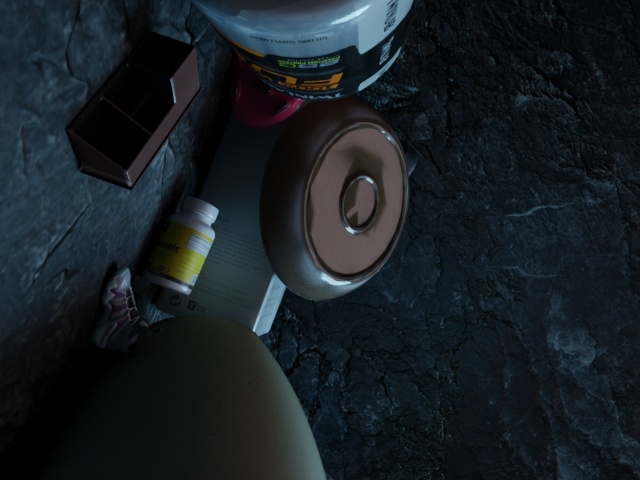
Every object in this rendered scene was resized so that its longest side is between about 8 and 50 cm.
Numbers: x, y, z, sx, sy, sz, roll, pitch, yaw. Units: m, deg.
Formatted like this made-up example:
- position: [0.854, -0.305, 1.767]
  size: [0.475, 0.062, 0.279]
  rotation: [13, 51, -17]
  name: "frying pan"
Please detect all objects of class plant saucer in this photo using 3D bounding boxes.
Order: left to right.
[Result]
- position: [0.043, -0.057, 0.789]
  size: [0.311, 0.050, 0.310]
  rotation: [-14, 109, -45]
  name: "plant saucer"

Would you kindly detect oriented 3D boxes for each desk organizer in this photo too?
- position: [-0.149, -0.111, 0.446]
  size: [0.050, 0.047, 0.130]
  rotation: [103, 8, -58]
  name: "desk organizer"

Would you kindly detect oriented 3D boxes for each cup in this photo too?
- position: [-0.157, 0.235, 0.660]
  size: [0.331, 0.331, 0.236]
  rotation: [109, -18, -47]
  name: "cup"

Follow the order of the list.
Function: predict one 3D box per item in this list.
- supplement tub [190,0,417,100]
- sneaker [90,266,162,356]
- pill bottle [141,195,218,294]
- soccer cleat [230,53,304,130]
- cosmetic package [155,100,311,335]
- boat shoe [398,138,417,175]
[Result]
- position: [-0.008, -0.249, 0.495]
  size: [0.338, 0.207, 0.207]
  rotation: [-42, 153, -83]
  name: "supplement tub"
- position: [-0.205, 0.081, 0.587]
  size: [0.038, 0.069, 0.098]
  rotation: [-63, 174, -72]
  name: "sneaker"
- position: [-0.174, 0.005, 0.682]
  size: [0.065, 0.065, 0.116]
  rotation: [101, 10, -77]
  name: "pill bottle"
- position: [-0.025, -0.304, 0.735]
  size: [0.143, 0.116, 0.331]
  rotation: [-46, 157, -83]
  name: "soccer cleat"
- position: [-0.098, -0.048, 0.863]
  size: [0.217, 0.156, 0.384]
  rotation: [49, 63, -86]
  name: "cosmetic package"
- position: [0.034, -0.069, 1.142]
  size: [0.500, 0.156, 0.186]
  rotation: [131, -23, -53]
  name: "boat shoe"
